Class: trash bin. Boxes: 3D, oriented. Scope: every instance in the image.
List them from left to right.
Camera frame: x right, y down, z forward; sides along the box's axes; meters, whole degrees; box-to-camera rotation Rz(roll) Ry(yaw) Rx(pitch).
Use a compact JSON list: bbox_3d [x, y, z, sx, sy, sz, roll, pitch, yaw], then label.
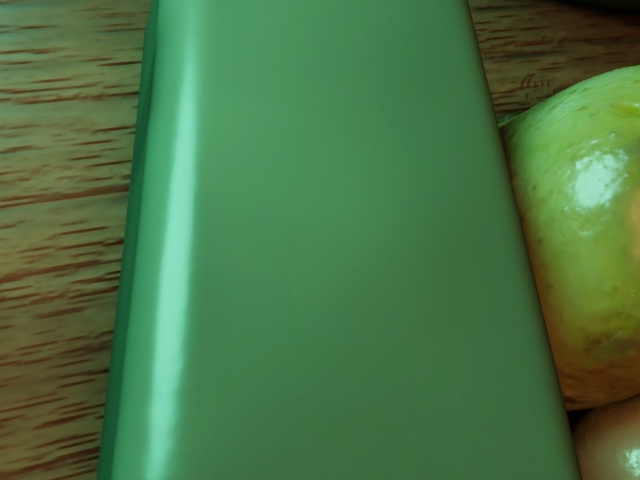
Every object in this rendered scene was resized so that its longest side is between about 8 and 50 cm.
[{"bbox_3d":[0.000,0.000,0.450,0.223,0.158,0.343,6,65,-18],"label":"trash bin"}]

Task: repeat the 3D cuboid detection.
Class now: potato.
[{"bbox_3d":[0.204,-0.010,0.543,0.285,0.242,0.242,-34,97,-15],"label":"potato"}]

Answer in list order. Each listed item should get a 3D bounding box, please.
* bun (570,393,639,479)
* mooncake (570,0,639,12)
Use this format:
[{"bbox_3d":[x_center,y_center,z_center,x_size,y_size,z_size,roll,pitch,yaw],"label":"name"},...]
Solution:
[{"bbox_3d":[0.241,0.181,0.583,0.173,0.120,0.172,-5,119,-10],"label":"bun"},{"bbox_3d":[0.270,-0.303,0.513,0.356,0.356,0.194,8,81,-18],"label":"mooncake"}]
